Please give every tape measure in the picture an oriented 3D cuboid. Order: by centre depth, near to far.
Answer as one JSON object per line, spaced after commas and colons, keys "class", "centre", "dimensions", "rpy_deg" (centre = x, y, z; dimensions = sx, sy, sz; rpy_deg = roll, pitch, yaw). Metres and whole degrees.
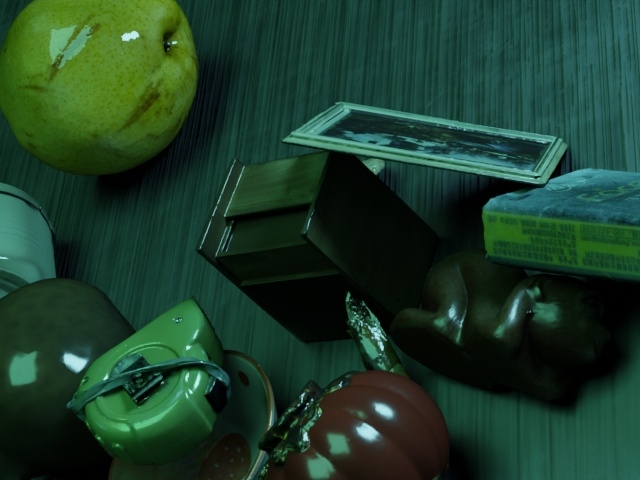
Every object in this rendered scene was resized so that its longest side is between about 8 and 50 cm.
{"class": "tape measure", "centre": [-0.196, 0.177, 1.901], "dimensions": [0.200, 0.106, 0.175], "rpy_deg": [-30, 44, -6]}

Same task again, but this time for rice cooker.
{"class": "rice cooker", "centre": [-0.505, 0.041, 2.402], "dimensions": [0.226, 0.226, 0.244], "rpy_deg": [-34, 42, 18]}

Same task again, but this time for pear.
{"class": "pear", "centre": [-0.333, -0.248, 2.434], "dimensions": [0.314, 0.314, 0.314], "rpy_deg": [-26, 42, 26]}

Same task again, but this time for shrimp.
{"class": "shrimp", "centre": [0.035, 0.165, 1.838], "dimensions": [0.148, 0.035, 0.195], "rpy_deg": [-38, 67, 31]}

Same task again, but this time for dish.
{"class": "dish", "centre": [-0.134, 0.264, 1.936], "dimensions": [0.260, 0.085, 0.260], "rpy_deg": [-28, 42, 28]}

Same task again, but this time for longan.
{"class": "longan", "centre": [-0.351, 0.192, 2.086], "dimensions": [0.300, 0.243, 0.300], "rpy_deg": [-59, 13, 22]}

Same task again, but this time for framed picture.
{"class": "framed picture", "centre": [0.125, -0.116, 1.838], "dimensions": [0.296, 0.019, 0.232], "rpy_deg": [10, 16, 12]}

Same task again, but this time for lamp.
{"class": "lamp", "centre": [0.041, 0.244, 1.686], "dimensions": [0.227, 0.227, 0.227], "rpy_deg": [-26, 42, 26]}

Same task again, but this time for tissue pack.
{"class": "tissue pack", "centre": [0.321, -0.013, 1.658], "dimensions": [0.257, 0.185, 0.081], "rpy_deg": [8, 109, 48]}

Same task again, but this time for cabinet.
{"class": "cabinet", "centre": [0.000, 0.000, 1.927], "dimensions": [0.175, 0.215, 0.148], "rpy_deg": [-9, 51, 40]}

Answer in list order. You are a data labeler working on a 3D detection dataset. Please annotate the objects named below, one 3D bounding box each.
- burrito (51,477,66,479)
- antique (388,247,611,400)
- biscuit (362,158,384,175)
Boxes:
{"class": "burrito", "centre": [-0.372, 0.395, 2.090], "dimensions": [0.188, 0.045, 0.058], "rpy_deg": [-62, 13, -14]}
{"class": "antique", "centre": [0.202, 0.083, 1.740], "dimensions": [0.143, 0.121, 0.257], "rpy_deg": [-51, 29, -19]}
{"class": "biscuit", "centre": [0.018, -0.067, 2.080], "dimensions": [0.152, 0.020, 0.152], "rpy_deg": [-29, 9, 5]}
